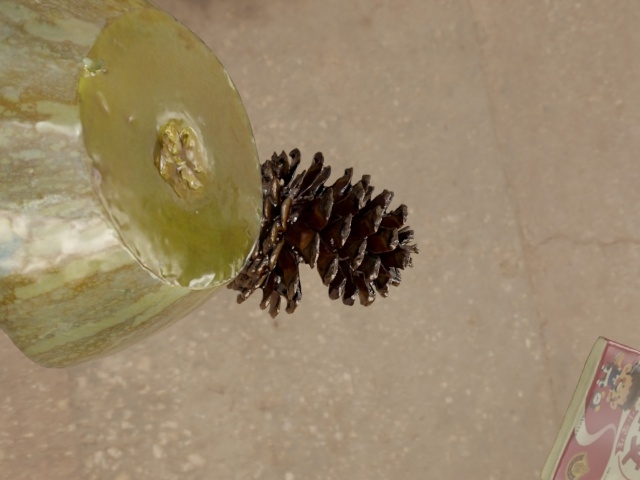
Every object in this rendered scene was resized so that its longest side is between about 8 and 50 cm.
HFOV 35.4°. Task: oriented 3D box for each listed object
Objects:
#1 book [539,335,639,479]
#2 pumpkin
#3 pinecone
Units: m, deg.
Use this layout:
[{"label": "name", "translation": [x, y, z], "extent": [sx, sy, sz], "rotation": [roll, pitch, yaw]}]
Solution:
[{"label": "book", "translation": [0.340, 0.204, 1.090], "extent": [0.231, 0.022, 0.162], "rotation": [21, 93, -38]}, {"label": "pumpkin", "translation": [-0.092, -0.042, 0.503], "extent": [0.217, 0.110, 0.218], "rotation": [0, 90, -71]}, {"label": "pinecone", "translation": [-0.001, 0.001, 1.414], "extent": [0.292, 0.246, 0.246], "rotation": [12, 67, -13]}]
